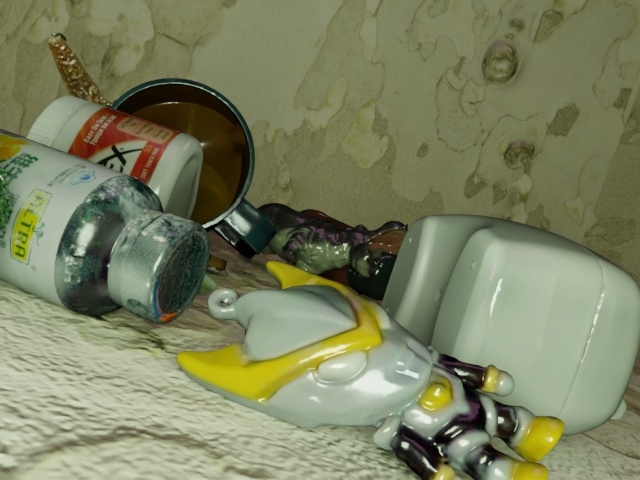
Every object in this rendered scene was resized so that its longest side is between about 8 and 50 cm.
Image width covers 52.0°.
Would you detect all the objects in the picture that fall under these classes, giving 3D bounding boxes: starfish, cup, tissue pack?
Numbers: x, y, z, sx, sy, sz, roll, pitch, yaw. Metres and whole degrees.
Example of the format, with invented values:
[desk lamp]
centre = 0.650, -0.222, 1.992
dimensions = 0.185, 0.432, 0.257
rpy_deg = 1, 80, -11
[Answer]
[starfish]
centre = -0.370, -0.199, 1.373
dimensions = 0.398, 0.383, 0.132
rpy_deg = 8, 47, -19
[cup]
centre = -0.221, -0.114, 1.153
dimensions = 0.308, 0.242, 0.292
rpy_deg = 12, -7, -12
[tissue pack]
centre = 0.232, 0.094, 0.813
dimensions = 0.236, 0.229, 0.333
rpy_deg = 16, 4, -12

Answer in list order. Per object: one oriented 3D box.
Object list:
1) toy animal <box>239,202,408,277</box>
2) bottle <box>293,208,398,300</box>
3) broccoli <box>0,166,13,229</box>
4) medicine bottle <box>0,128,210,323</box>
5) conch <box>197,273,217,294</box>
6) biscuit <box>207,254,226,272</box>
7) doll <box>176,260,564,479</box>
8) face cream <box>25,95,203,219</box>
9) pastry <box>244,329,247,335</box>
[toy animal]
centre = -0.002, 0.011, 1.302
dimensions = 0.343, 0.106, 0.168
rpy_deg = 10, 40, 23
[bottle]
centre = 0.056, 0.035, 1.454
dimensions = 0.144, 0.144, 0.336
rpy_deg = 16, 6, -39
[broccoli]
centre = -0.344, -0.041, 0.490
dimensions = 0.194, 0.194, 0.219
rpy_deg = 21, -34, 29
[medicine bottle]
centre = -0.257, -0.015, 0.644
dimensions = 0.293, 0.141, 0.141
rpy_deg = 20, 4, 15
[conch]
centre = -0.207, 0.041, 0.784
dimensions = 0.180, 0.088, 0.065
rpy_deg = 24, 43, -44
[biscuit]
centre = -0.258, 0.009, 1.079
dimensions = 0.205, 0.031, 0.138
rpy_deg = 20, -5, 17
[doll]
centre = 0.034, 0.114, 0.547
dimensions = 0.316, 0.145, 0.103
rpy_deg = 26, -21, 17
[face cream]
centre = -0.276, -0.071, 0.880
dimensions = 0.187, 0.201, 0.201
rpy_deg = 19, 4, -1
[pastry]
centre = -0.023, 0.110, 0.677
dimensions = 0.080, 0.056, 0.140
rpy_deg = 18, 1, -28
